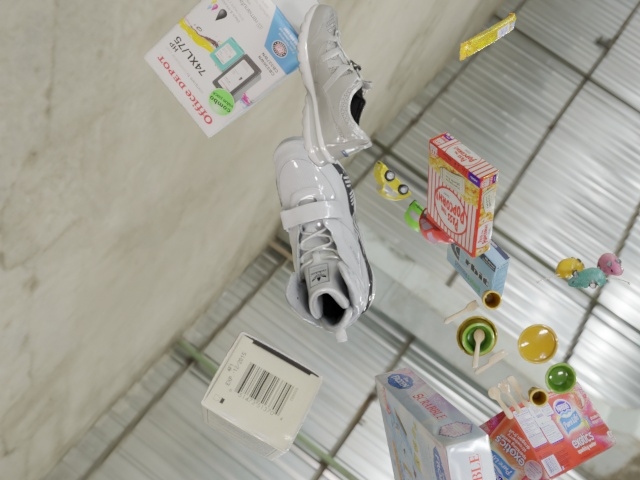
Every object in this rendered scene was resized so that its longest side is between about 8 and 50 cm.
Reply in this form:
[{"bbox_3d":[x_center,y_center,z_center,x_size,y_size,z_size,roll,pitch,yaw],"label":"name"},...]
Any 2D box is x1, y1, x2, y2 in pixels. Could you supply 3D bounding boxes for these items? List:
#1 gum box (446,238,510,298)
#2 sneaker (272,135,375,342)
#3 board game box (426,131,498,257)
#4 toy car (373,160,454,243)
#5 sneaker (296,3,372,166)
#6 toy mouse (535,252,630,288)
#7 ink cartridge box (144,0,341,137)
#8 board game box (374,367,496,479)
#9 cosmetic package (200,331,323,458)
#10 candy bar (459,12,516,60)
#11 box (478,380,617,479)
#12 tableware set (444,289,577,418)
[{"bbox_3d":[0.342,0.040,1.713,0.041,0.157,0.184,-30,150,-13],"label":"gum box"},{"bbox_3d":[0.000,0.000,1.390,0.137,0.366,0.210,-16,-165,14],"label":"sneaker"},{"bbox_3d":[0.262,-0.084,1.461,0.045,0.147,0.194,-25,136,-20],"label":"board game box"},{"bbox_3d":[0.204,-0.057,1.685,0.053,0.239,0.225,-45,163,3],"label":"toy car"},{"bbox_3d":[0.032,-0.259,1.283,0.105,0.115,0.281,32,52,-68],"label":"sneaker"},{"bbox_3d":[0.486,0.051,1.377,0.161,0.031,0.143,-19,-163,-23],"label":"toy mouse"},{"bbox_3d":[-0.143,-0.366,1.462,0.270,0.198,0.197,-33,-169,29],"label":"ink cartridge box"},{"bbox_3d":[0.182,0.387,1.168,0.065,0.319,0.318,-13,-170,-11],"label":"board game box"},{"bbox_3d":[-0.101,0.262,1.271,0.129,0.153,0.296,-61,179,-20],"label":"cosmetic package"},{"bbox_3d":[0.332,-0.404,1.542,0.161,0.018,0.040,-34,144,-25],"label":"candy bar"},{"bbox_3d":[0.375,0.342,1.333,0.256,0.128,0.122,-4,148,-47],"label":"box"},{"bbox_3d":[0.222,0.126,0.896,0.104,0.154,0.024,-33,-174,2],"label":"tableware set"}]
